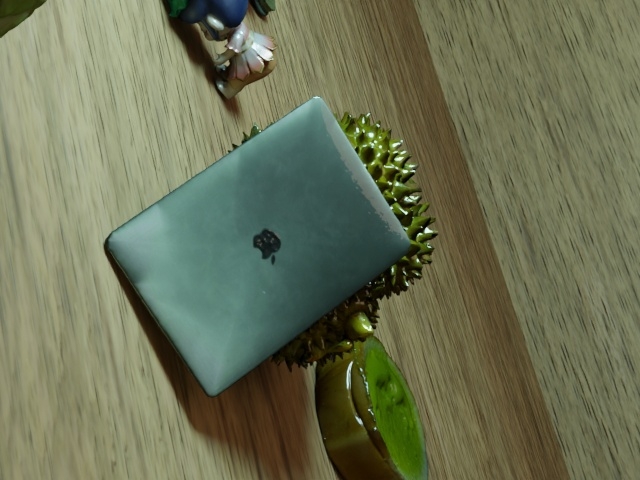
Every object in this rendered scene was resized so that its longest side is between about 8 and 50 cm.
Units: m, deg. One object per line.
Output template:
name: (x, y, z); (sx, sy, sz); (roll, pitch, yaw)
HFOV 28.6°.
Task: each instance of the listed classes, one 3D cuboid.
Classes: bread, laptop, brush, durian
bread: (0.069, 0.232, 1.608); (0.236, 0.070, 0.236); (58, 20, -35)
laptop: (-0.054, 0.003, 1.226); (0.188, 0.269, 0.015); (57, -21, -8)
brush: (-0.117, -0.473, 1.992); (0.062, 0.027, 0.266); (34, 37, -63)
durian: (-0.007, 0.001, 1.381); (0.258, 0.258, 0.293); (24, 62, -67)

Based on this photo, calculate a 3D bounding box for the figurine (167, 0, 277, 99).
figurine: (-0.124, -0.286, 1.604); (0.195, 0.102, 0.111); (54, 18, -37)

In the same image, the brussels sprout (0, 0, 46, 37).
brussels sprout: (-0.280, -0.253, 0.905); (0.244, 0.244, 0.244); (57, 20, -33)
